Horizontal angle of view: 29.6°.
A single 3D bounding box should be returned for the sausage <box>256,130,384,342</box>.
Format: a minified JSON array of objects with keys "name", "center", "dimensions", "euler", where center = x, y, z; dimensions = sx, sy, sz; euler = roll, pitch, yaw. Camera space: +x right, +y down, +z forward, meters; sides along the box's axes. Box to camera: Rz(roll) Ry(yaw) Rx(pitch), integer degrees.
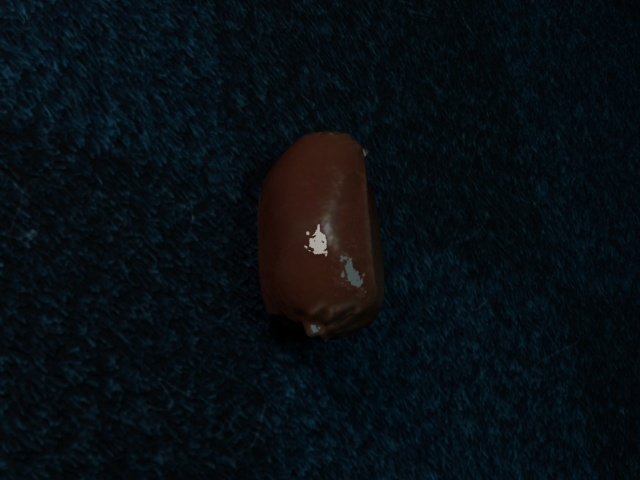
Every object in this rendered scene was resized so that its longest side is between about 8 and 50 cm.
[{"name":"sausage","center":[0.000,0.000,1.336],"dimensions":[0.148,0.148,0.254],"euler":[26,45,-38]}]
